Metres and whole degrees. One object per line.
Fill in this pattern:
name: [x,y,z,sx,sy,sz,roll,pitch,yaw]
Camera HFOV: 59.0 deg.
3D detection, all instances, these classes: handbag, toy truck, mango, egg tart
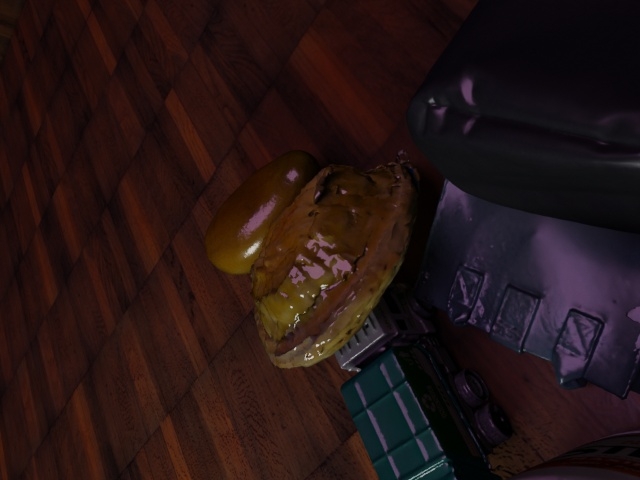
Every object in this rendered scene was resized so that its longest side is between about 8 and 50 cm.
handbag: [0.208,0.031,0.540,0.229,0.062,0.179,24,103,43]
handbag: [0.252,-0.140,0.411,0.275,0.178,0.302,29,80,46]
toy truck: [0.097,0.164,0.585,0.114,0.124,0.253,-43,58,27]
mango: [-0.077,-0.040,0.784,0.227,0.099,0.136,-45,25,32]
egg tart: [0.000,0.000,0.630,0.291,0.107,0.291,-47,19,22]

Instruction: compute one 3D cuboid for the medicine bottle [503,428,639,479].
medicine bottle: [0.221,0.264,0.365,0.252,0.240,0.253,-8,78,42]
